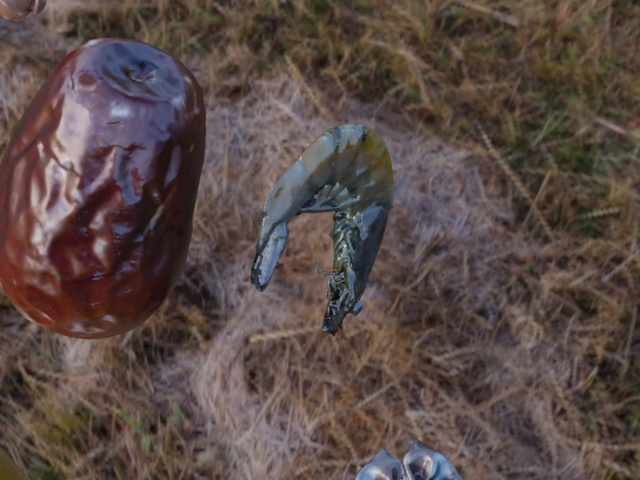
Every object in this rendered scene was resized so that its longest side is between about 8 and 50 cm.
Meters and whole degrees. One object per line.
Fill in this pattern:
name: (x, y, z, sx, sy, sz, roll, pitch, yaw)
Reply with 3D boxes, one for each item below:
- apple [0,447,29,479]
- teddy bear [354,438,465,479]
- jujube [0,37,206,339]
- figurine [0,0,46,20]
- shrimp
apple: (-0.357, 0.274, 0.742, 0.374, 0.374, 0.384, -1, 29, -9)
teddy bear: (0.185, 0.509, 1.688, 0.328, 0.375, 0.362, -18, 88, 0)
jujube: (-0.221, -0.046, 1.118, 0.223, 0.318, 0.223, 16, 38, -13)
figurine: (-0.383, -0.298, 1.228, 0.157, 0.126, 0.114, 44, 30, 1)
shrimp: (0.000, 0.000, 0.989, 0.150, 0.217, 0.051, -18, 36, -38)
